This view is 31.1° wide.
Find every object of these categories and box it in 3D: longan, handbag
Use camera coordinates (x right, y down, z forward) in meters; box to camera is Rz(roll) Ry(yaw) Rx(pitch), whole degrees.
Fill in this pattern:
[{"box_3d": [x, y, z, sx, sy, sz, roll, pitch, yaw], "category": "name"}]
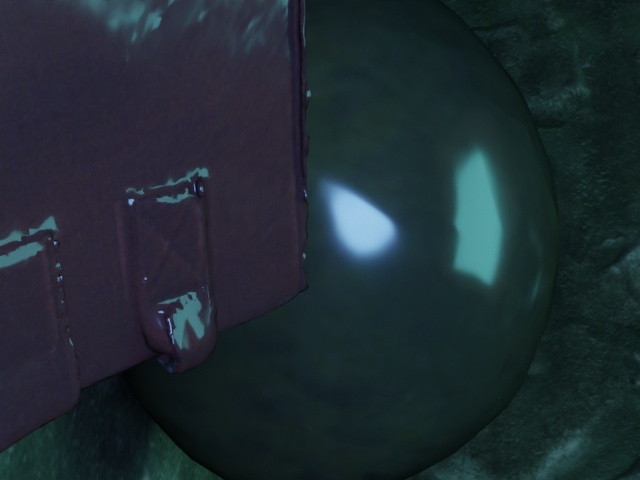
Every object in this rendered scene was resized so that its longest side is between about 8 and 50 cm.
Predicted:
[{"box_3d": [0.000, 0.000, 0.854, 0.404, 0.336, 0.405, 35, -47, 49], "category": "longan"}, {"box_3d": [-0.111, -0.063, 0.328, 0.260, 0.084, 0.276, -28, 126, -40], "category": "handbag"}]
